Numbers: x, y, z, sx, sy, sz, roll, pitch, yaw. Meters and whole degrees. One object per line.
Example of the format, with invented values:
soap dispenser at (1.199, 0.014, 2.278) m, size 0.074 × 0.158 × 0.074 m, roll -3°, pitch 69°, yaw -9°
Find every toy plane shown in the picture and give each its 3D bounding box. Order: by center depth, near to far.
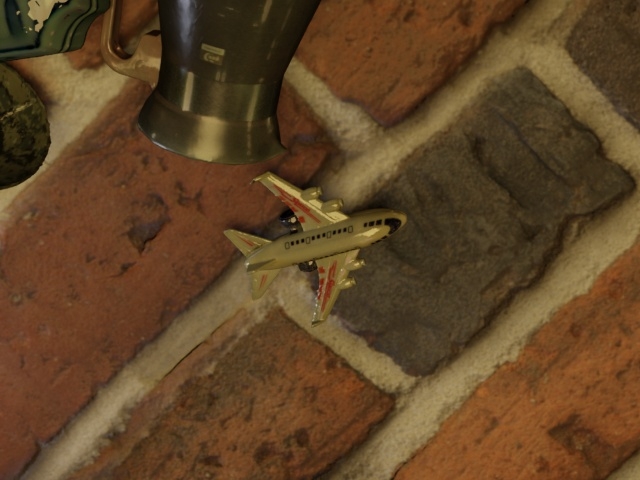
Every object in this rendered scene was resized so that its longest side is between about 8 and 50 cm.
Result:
toy plane at (0.000, 0.000, 1.843) m, size 0.256 × 0.104 × 0.242 m, roll -19°, pitch 107°, yaw 4°

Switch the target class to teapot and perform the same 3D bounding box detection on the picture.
teapot at (-0.137, -0.298, 1.667) m, size 0.300 × 0.253 × 0.344 m, roll 19°, pitch 114°, yaw 13°

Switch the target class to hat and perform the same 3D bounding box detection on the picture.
hat at (-0.501, -0.137, 1.716) m, size 0.265 × 0.265 × 0.128 m, roll 29°, pitch 134°, yaw -12°

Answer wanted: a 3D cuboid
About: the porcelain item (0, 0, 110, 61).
porcelain item at (-0.427, -0.364, 1.626) m, size 0.286 × 0.157 × 0.281 m, roll -4°, pitch 99°, yaw 11°
